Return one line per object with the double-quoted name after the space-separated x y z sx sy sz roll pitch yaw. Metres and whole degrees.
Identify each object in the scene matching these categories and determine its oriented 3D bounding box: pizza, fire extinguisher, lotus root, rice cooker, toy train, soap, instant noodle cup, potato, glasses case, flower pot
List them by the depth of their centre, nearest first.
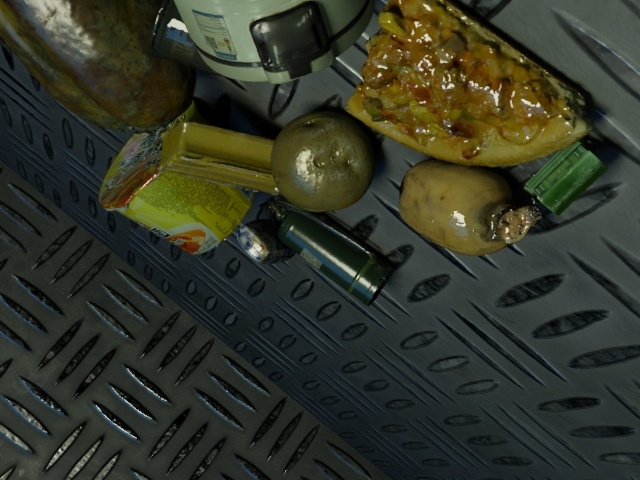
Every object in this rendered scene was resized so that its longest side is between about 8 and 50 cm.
-0.055 -0.293 0.863 0.226 0.226 0.244 27 153 30 "rice cooker"
0.277 -0.071 0.923 0.038 0.093 0.056 35 -161 -24 "toy train"
0.161 -0.154 0.980 0.268 0.087 0.258 35 162 6 "pizza"
0.197 -0.041 1.101 0.221 0.118 0.125 25 172 39 "lotus root"
-0.153 -0.299 1.120 0.107 0.157 0.157 27 159 -3 "flower pot"
-0.329 -0.316 1.240 0.250 0.250 0.346 13 147 49 "lotus root"
-0.006 -0.119 1.260 0.157 0.157 0.194 45 172 -15 "potato"
-0.144 -0.138 1.375 0.233 0.076 0.135 12 171 -28 "soap"
0.000 0.000 1.545 0.294 0.093 0.118 37 159 10 "fire extinguisher"
-0.259 -0.111 1.554 0.200 0.264 0.264 40 161 -31 "instant noodle cup"
-0.103 0.002 1.625 0.087 0.065 0.248 52 -169 9 "glasses case"
